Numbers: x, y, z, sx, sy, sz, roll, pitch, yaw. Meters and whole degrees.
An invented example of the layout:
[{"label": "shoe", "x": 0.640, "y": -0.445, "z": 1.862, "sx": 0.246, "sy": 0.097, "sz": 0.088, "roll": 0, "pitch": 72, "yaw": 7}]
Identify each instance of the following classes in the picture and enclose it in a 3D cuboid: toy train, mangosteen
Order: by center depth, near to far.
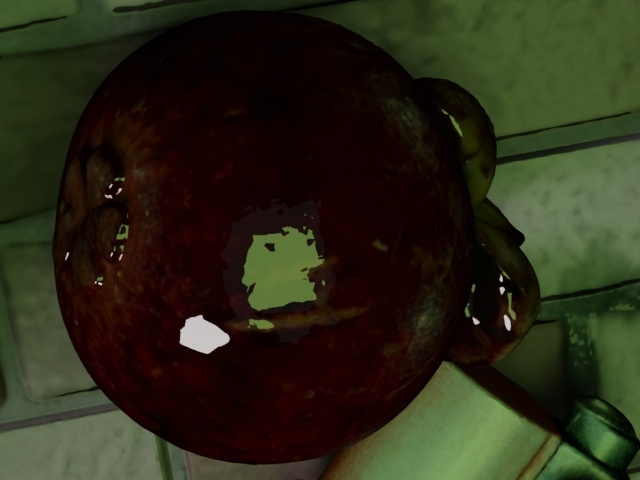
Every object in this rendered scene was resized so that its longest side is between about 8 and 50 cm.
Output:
[{"label": "mangosteen", "x": 0.000, "y": 0.000, "z": 0.791, "sx": 0.257, "sy": 0.215, "sz": 0.215, "roll": 4, "pitch": 107, "yaw": -31}, {"label": "toy train", "x": 0.050, "y": 0.187, "z": 0.905, "sx": 0.177, "sy": 0.116, "sz": 0.285, "roll": 35, "pitch": 100, "yaw": -5}]
